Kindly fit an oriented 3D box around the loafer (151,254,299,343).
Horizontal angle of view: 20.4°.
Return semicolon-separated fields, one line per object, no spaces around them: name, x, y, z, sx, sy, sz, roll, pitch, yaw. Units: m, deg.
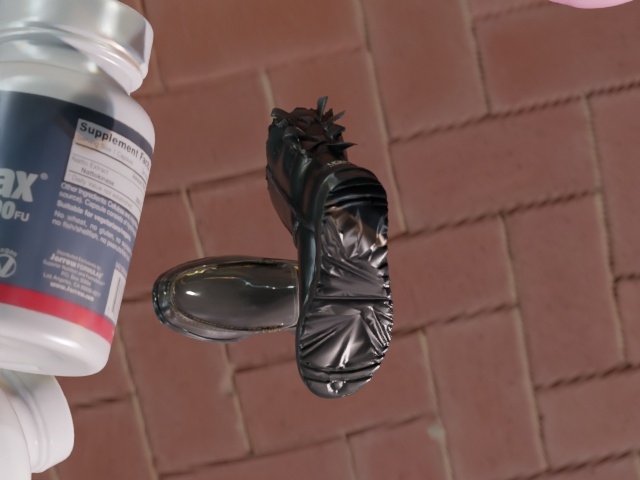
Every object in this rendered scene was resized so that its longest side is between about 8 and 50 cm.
loafer;-0.033;0.035;1.206;0.170;0.061;0.062;-1;80;-36

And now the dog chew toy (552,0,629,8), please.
dog chew toy;0.150;-0.310;1.498;0.332;0.206;0.206;10;111;16

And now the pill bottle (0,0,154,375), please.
pill bottle;-0.142;-0.031;0.890;0.108;0.108;0.180;14;74;-12

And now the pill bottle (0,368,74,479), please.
pill bottle;-0.306;0.164;1.236;0.264;0.146;0.146;-24;116;-36

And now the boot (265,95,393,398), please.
boot;-0.001;0.000;0.834;0.045;0.099;0.121;-4;114;-17
